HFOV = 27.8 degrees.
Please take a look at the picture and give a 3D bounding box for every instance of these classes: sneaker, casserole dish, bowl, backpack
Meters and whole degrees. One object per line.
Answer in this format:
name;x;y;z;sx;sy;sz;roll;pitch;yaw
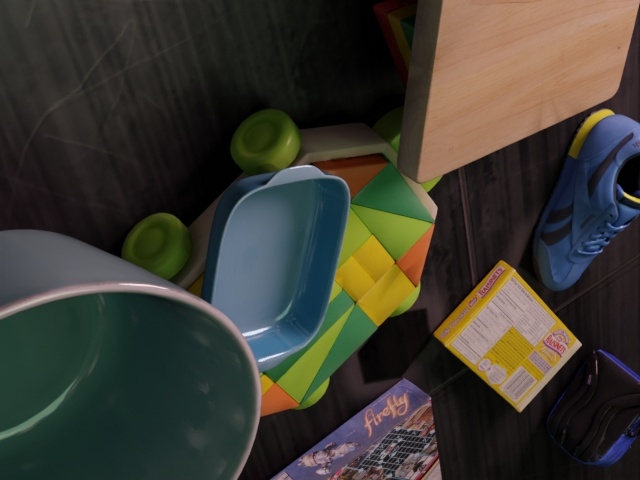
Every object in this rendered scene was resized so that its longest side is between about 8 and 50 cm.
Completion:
sneaker;0.274;-0.025;1.289;0.069;0.082;0.209;-11;129;-37
casserole dish;-0.041;0.018;0.986;0.114;0.037;0.188;-12;129;-34
bowl;-0.215;0.117;0.919;0.311;0.163;0.311;-20;132;-24
backpack;0.335;0.206;1.511;0.120;0.098;0.101;-54;142;8

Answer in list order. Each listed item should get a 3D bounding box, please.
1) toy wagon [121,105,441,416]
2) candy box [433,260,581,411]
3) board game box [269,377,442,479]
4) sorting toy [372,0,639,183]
toy wagon;0.000;0.000;1.086;0.344;0.068;0.267;-45;139;-2
candy box;0.202;0.106;1.372;0.105;0.027;0.206;-49;140;-1
board game box;0.018;0.268;1.318;0.243;0.042;0.165;-34;139;-22
sorting toy;0.147;-0.208;1.012;0.257;0.089;0.255;-25;135;-36
